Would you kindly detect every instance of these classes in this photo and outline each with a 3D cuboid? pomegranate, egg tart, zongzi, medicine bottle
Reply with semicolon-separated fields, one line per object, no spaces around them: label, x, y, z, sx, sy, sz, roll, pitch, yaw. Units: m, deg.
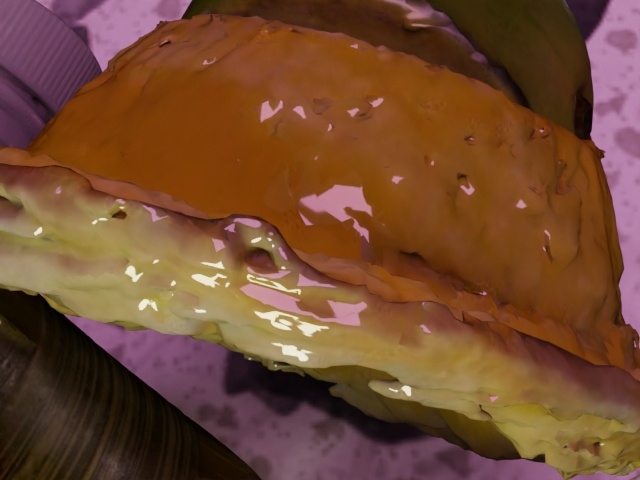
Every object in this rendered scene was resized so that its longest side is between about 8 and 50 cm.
pomegranate;0.015;-0.050;0.722;0.190;0.241;0.159;40;35;-8
egg tart;0.000;0.000;0.538;0.288;0.288;0.118;17;88;7
zongzi;-0.176;0.117;0.614;0.248;0.111;0.241;45;73;-22
medicine bottle;-0.183;-0.032;0.728;0.105;0.105;0.168;24;68;10

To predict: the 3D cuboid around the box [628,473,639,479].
box;0.072;0.203;0.587;0.333;0.173;0.145;-25;71;-11
